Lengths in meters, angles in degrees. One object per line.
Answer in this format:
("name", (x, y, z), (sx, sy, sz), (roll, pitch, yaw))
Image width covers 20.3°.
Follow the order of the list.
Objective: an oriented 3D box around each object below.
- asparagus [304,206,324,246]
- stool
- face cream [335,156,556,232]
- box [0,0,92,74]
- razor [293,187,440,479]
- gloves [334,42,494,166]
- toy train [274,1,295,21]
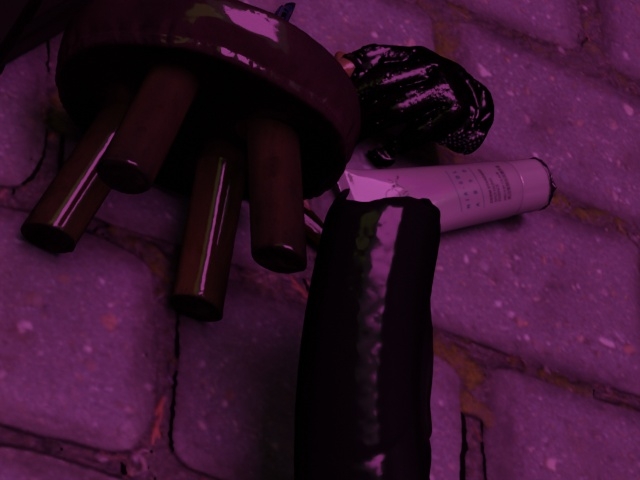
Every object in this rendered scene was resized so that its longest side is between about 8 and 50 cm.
("asparagus", (0.000, 0.000, 1.696), (0.236, 0.027, 0.034), (42, 50, -5))
("stool", (-0.112, -0.070, 1.515), (0.272, 0.272, 0.178), (26, 61, -20))
("face cream", (0.126, -0.044, 1.804), (0.244, 0.058, 0.092), (-10, 69, -33))
("box", (-0.298, -0.306, 1.577), (0.252, 0.188, 0.153), (47, 45, 3))
("razor", (0.041, 0.132, 1.467), (0.114, 0.204, 0.349), (0, 83, 9))
("gloves", (0.075, -0.149, 1.798), (0.181, 0.106, 0.129), (11, 57, -35))
("toy train", (-0.044, -0.216, 1.820), (0.017, 0.017, 0.083), (28, 47, -8))
